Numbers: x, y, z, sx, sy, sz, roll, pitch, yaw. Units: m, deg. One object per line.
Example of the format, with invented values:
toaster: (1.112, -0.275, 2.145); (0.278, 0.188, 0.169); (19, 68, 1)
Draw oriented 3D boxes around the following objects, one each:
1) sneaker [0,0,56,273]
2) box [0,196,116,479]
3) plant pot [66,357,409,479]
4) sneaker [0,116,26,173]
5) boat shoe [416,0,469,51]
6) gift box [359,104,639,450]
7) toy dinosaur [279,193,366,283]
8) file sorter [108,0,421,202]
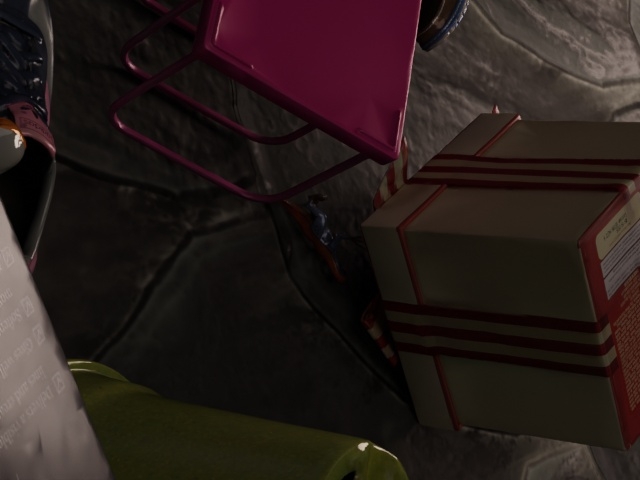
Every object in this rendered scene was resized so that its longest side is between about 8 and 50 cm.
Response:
sneaker: (-0.236, -0.092, 1.216); (0.112, 0.131, 0.319); (19, 62, -36)
box: (-0.248, 0.212, 0.857); (0.293, 0.212, 0.395); (-53, 126, -67)
plant pot: (-0.078, 0.222, 1.100); (0.276, 0.254, 0.276); (0, 90, -62)
sneaker: (-0.317, 0.000, 1.100); (0.262, 0.099, 0.121); (-25, 107, -11)
boat shoe: (0.113, -0.272, 1.655); (0.066, 0.066, 0.183); (34, 44, -23)
gift box: (0.197, 0.009, 1.477); (0.255, 0.258, 0.276); (-37, 120, -44)
toy dinosaur: (0.000, 0.000, 1.479); (0.090, 0.047, 0.082); (-2, 84, -9)
file sorter: (-0.048, -0.207, 1.396); (0.202, 0.182, 0.290); (28, 57, -31)
